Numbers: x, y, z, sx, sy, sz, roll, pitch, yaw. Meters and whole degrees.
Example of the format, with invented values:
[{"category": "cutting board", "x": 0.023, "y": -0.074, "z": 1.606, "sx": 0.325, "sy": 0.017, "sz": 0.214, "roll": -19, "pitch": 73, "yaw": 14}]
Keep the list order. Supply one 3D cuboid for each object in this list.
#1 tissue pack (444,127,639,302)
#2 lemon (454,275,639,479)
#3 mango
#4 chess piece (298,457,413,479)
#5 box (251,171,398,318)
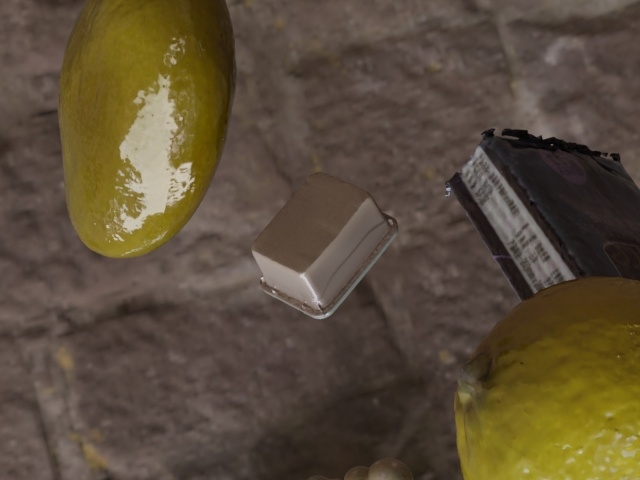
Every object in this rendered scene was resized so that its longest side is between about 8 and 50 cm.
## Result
[{"category": "tissue pack", "x": 0.329, "y": 0.041, "z": 1.687, "sx": 0.259, "sy": 0.361, "sz": 0.122, "roll": 8, "pitch": 129, "yaw": -38}, {"category": "lemon", "x": 0.256, "y": 0.168, "z": 1.295, "sx": 0.293, "sy": 0.293, "sz": 0.293, "roll": -15, "pitch": 169, "yaw": -3}, {"category": "mango", "x": -0.167, "y": -0.118, "z": 1.397, "sx": 0.142, "sy": 0.195, "sz": 0.331, "roll": -11, "pitch": 124, "yaw": -34}, {"category": "chess piece", "x": 0.050, "y": 0.350, "z": 2.011, "sx": 0.170, "sy": 0.094, "sz": 0.094, "roll": -23, "pitch": 167, "yaw": 19}, {"category": "box", "x": 0.000, "y": 0.000, "z": 1.325, "sx": 0.122, "sy": 0.089, "sz": 0.062, "roll": -50, "pitch": 140, "yaw": -17}]
